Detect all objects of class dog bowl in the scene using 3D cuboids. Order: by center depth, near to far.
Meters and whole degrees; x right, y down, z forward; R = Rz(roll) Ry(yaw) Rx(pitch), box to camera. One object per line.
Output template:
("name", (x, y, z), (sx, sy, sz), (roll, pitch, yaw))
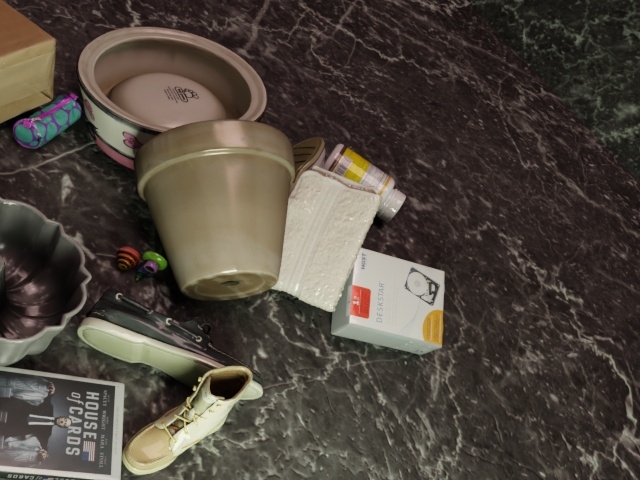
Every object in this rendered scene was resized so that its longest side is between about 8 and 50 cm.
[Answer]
("dog bowl", (-0.330, -0.297, 1.745), (0.408, 0.150, 0.408), (12, 41, -11))

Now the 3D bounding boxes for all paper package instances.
("paper package", (-0.727, -0.361, 1.523), (0.325, 0.168, 0.309), (35, 40, 11))

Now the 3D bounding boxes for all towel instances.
("towel", (-0.002, -0.008, 1.671), (0.187, 0.049, 0.282), (21, 82, 13))

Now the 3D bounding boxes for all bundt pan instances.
("bundt pan", (-0.554, 0.073, 1.288), (0.331, 0.124, 0.330), (22, 36, -17))

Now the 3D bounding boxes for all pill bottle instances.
("pill bottle", (0.101, -0.137, 1.972), (0.215, 0.117, 0.117), (34, 40, -4))

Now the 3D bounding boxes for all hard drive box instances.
("hard drive box", (0.149, 0.134, 1.733), (0.232, 0.089, 0.181), (15, 66, -23))

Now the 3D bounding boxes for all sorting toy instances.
("sorting toy", (-0.348, 0.048, 1.525), (0.102, 0.061, 0.042), (13, 54, 13))

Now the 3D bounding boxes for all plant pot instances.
("plant pot", (-0.195, -0.039, 1.564), (0.323, 0.323, 0.280), (4, 68, -33))

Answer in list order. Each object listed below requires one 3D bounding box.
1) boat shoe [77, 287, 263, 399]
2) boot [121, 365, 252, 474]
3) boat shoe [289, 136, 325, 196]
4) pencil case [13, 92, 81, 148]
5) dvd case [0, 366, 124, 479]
("boat shoe", (-0.251, 0.180, 1.419), (0.340, 0.127, 0.113), (20, 54, -6))
("boot", (-0.217, 0.290, 1.307), (0.213, 0.165, 0.077), (-23, 68, -44))
("boat shoe", (-0.057, -0.122, 1.856), (0.103, 0.113, 0.302), (62, 40, -33))
("pencil case", (-0.561, -0.247, 1.642), (0.065, 0.070, 0.151), (31, 39, 1))
("dvd case", (-0.433, 0.293, 1.257), (0.239, 0.029, 0.179), (13, 46, -24))
